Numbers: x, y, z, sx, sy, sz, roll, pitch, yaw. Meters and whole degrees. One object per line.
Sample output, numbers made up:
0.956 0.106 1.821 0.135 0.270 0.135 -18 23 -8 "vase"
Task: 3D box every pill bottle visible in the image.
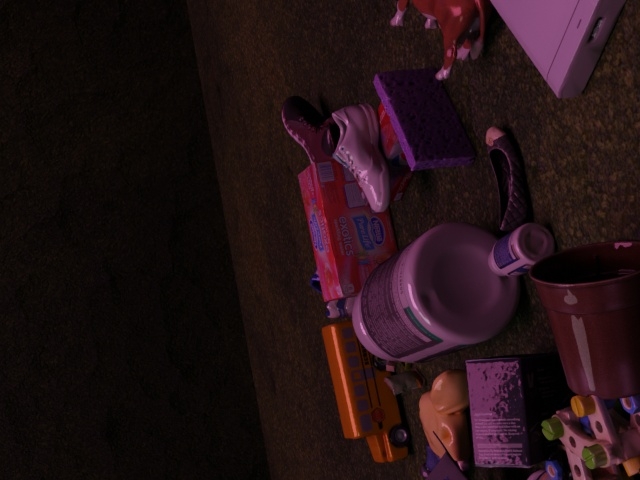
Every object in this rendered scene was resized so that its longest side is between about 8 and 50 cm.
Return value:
0.187 0.108 1.646 0.361 0.204 0.204 137 122 -68 "pill bottle"
0.308 0.019 1.444 0.120 0.067 0.067 135 124 -69 "pill bottle"

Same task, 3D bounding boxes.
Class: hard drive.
0.299 -0.401 1.279 0.233 0.047 0.353 102 153 -50 "hard drive"

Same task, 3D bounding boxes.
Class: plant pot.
0.364 0.103 1.186 0.167 0.167 0.165 -156 50 -69 "plant pot"

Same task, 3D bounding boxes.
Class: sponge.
0.181 -0.216 1.630 0.031 0.117 0.210 109 147 -55 "sponge"

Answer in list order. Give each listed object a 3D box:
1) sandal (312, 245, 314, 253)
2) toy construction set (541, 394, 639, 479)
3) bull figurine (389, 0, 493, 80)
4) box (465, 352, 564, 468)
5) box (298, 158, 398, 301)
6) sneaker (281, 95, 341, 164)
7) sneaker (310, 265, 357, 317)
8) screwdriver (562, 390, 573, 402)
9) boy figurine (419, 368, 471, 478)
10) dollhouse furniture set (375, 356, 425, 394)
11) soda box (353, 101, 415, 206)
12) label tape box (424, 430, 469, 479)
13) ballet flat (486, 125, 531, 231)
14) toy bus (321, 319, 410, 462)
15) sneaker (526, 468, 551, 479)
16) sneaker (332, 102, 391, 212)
0.000 0.000 2.414 0.179 0.040 0.067 -95 5 -77 "sandal"
0.394 0.351 1.254 0.215 0.151 0.327 157 113 -72 "toy construction set"
0.188 -0.413 1.536 0.188 0.101 0.310 92 161 -44 "bull figurine"
0.298 0.252 1.398 0.093 0.156 0.158 -8 82 34 "box"
0.066 -0.028 2.040 0.142 0.154 0.299 153 105 -72 "box"
0.008 -0.275 2.199 0.281 0.106 0.162 59 150 25 "sneaker"
0.030 0.059 2.235 0.112 0.131 0.296 97 158 -46 "sneaker"
0.387 0.217 1.383 0.170 0.024 0.025 103 180 -55 "screwdriver"
0.243 0.356 1.794 0.177 0.092 0.285 -127 33 -56 "boy figurine"
0.166 0.265 2.009 0.151 0.076 0.058 -129 33 -59 "dollhouse furniture set"
0.142 -0.176 1.831 0.263 0.083 0.092 112 143 -58 "soda box"
0.271 0.516 1.585 0.240 0.106 0.333 57 176 -26 "label tape box"
0.290 -0.099 1.464 0.057 0.049 0.173 140 118 -69 "ballet flat"
0.106 0.349 2.151 0.108 0.130 0.332 146 113 -71 "toy bus"
0.389 0.472 1.395 0.108 0.100 0.271 122 136 -57 "sneaker"
0.071 -0.152 1.770 0.080 0.094 0.212 154 104 -70 "sneaker"
